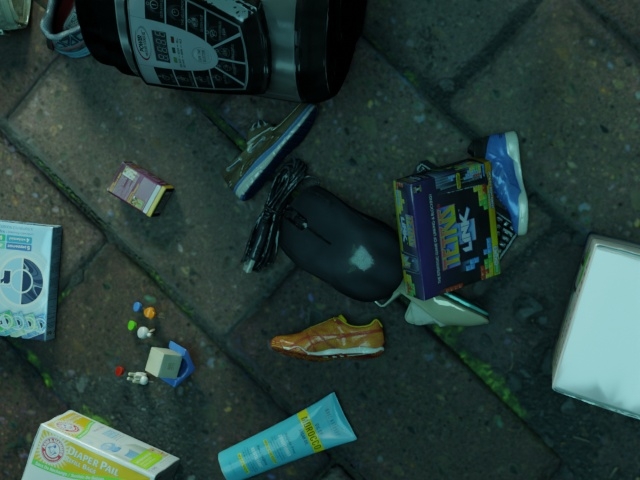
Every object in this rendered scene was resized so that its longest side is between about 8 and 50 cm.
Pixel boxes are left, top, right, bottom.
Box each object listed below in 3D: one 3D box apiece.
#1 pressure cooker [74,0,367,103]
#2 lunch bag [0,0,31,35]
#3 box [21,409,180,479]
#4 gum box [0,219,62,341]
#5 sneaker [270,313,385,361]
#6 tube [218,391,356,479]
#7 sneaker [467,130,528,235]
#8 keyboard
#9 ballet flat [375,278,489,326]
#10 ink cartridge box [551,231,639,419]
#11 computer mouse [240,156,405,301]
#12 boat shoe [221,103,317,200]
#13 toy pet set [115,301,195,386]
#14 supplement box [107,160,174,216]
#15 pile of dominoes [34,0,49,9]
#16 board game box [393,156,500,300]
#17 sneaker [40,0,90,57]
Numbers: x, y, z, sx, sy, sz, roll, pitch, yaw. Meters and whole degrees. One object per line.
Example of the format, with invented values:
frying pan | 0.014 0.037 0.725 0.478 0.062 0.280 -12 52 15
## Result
pressure cooker | -0.154 -0.385 1.481 0.420 0.375 0.370 11 95 7
lunch bag | -0.571 -0.463 1.669 0.235 0.169 0.287 4 102 8
box | -0.343 0.359 1.696 0.203 0.114 0.103 22 97 11
gum box | -0.500 0.061 1.747 0.157 0.041 0.184 5 94 11
sneaker | 0.011 0.148 1.645 0.175 0.064 0.067 -3 73 7
tube | -0.054 0.311 1.671 0.207 0.052 0.080 -25 98 6
sneaker | 0.252 -0.078 1.572 0.084 0.058 0.152 -8 88 6
keyboard | 0.197 -0.029 1.607 0.180 0.023 0.108 34 100 9
ballet flat | 0.129 0.076 1.598 0.248 0.086 0.086 33 99 17
ink cartridge box | 0.427 0.113 1.441 0.197 0.270 0.198 17 96 10
computer mouse | 0.000 0.000 1.574 0.272 0.072 0.188 27 95 33
boat shoe | -0.081 -0.147 1.635 0.066 0.066 0.183 44 98 12
toy pet set | -0.252 0.173 1.705 0.114 0.065 0.122 21 96 45
supplement box | -0.280 -0.080 1.691 0.083 0.043 0.055 32 99 7
pile of dominoes | -0.393 -0.450 1.587 0.040 0.251 0.196 29 90 -4
board game box | 0.178 -0.018 1.513 0.141 0.048 0.170 -19 110 -29
sneaker | -0.342 -0.400 1.642 0.104 0.125 0.262 25 98 9
